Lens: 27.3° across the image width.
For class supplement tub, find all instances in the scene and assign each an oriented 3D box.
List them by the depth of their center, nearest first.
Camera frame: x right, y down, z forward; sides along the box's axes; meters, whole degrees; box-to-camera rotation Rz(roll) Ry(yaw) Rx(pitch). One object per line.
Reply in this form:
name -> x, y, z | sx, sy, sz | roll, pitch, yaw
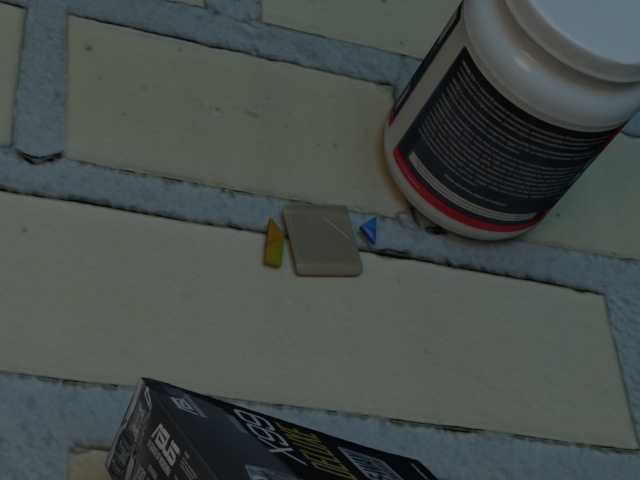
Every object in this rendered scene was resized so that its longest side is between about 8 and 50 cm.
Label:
supplement tub -> 0.191, -0.143, 1.239 | 0.191, 0.272, 0.191 | 13, 53, -17

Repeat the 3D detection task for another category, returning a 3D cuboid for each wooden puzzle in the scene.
wooden puzzle -> 0.000, 0.000, 1.216 | 0.116, 0.014, 0.079 | 7, 58, -21

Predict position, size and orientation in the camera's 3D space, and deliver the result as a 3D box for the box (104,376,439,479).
box -> 0.013, 0.198, 0.843 | 0.242, 0.307, 0.077 | 21, 94, -23
